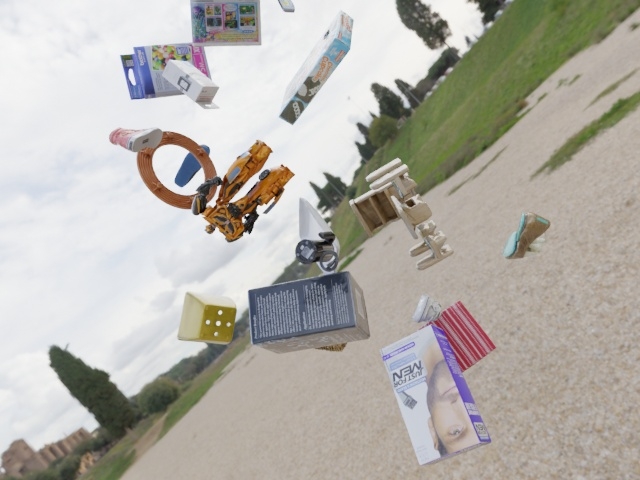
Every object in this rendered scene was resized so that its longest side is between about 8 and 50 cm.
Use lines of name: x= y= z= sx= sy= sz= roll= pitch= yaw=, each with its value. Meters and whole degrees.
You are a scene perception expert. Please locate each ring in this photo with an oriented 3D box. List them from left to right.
ring: x=-0.539 y=-0.277 z=1.865 sx=0.032 sy=0.336 sz=0.336 roll=-30 pitch=8 yaw=41

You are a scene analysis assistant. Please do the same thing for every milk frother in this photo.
milk frother: x=0.012 y=0.050 z=1.641 sx=0.129 sy=0.143 sz=0.135 roll=-35 pitch=-15 yaw=25

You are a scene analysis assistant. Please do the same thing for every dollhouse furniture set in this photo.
dollhouse furniture set: x=0.274 y=-0.098 z=1.861 sx=0.256 sy=0.362 sz=0.394 roll=-30 pitch=17 yaw=9

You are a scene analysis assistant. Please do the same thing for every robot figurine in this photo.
robot figurine: x=-0.216 y=-0.126 z=1.346 sx=0.291 sy=0.211 sz=0.085 roll=-50 pitch=36 yaw=-4

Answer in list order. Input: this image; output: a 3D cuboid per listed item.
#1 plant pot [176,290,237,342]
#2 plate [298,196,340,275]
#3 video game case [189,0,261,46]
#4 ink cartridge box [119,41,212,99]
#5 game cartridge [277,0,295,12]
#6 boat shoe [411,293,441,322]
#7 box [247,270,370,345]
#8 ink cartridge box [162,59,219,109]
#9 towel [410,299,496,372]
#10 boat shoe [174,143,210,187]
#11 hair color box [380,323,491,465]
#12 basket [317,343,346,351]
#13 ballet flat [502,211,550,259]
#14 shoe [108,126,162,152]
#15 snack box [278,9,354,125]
plant pot: x=-0.463 y=0.339 z=2.052 sx=0.187 sy=0.212 sz=0.212 roll=-3 pitch=77 yaw=59
plate: x=0.000 y=0.000 z=1.889 sx=0.045 sy=0.277 sz=0.278 roll=-26 pitch=-30 yaw=-19
video game case: x=-0.213 y=-0.513 z=1.089 sx=0.157 sy=0.143 sz=0.019 roll=-1 pitch=10 yaw=-1
ink cartridge box: x=-0.579 y=-0.643 z=1.832 sx=0.311 sy=0.186 sz=0.065 roll=-13 pitch=0 yaw=-17
game cartridge: x=-0.133 y=-0.929 z=1.908 sx=0.056 sy=0.083 sz=0.017 roll=-9 pitch=-29 yaw=-29
boat shoe: x=0.345 y=0.215 z=1.524 sx=0.083 sy=0.076 sz=0.226 roll=-69 pitch=-16 yaw=14
box: x=-0.038 y=0.284 z=1.846 sx=0.395 sy=0.212 sz=0.293 roll=-12 pitch=-22 yaw=12
ink cartridge box: x=-0.401 y=-0.499 z=1.552 sx=0.060 sy=0.180 sz=0.104 roll=-53 pitch=-6 yaw=25
towel: x=0.421 y=0.360 z=1.635 sx=0.275 sy=0.199 sz=0.031 roll=-39 pitch=-11 yaw=12
boat shoe: x=-0.611 y=-0.367 z=2.291 sx=0.258 sy=0.109 sz=0.089 roll=-38 pitch=19 yaw=23
hair color box: x=0.318 y=0.436 z=1.380 sx=0.185 sy=0.339 sz=0.110 roll=-33 pitch=-33 yaw=22
basket: x=0.038 y=0.361 z=2.373 sx=0.213 sy=0.299 sz=0.223 roll=-1 pitch=20 yaw=27
ballet flat: x=0.804 y=-0.004 z=1.872 sx=0.342 sy=0.124 sz=0.116 roll=77 pitch=-152 yaw=-63
shoe: x=-0.539 y=-0.306 z=1.420 sx=0.178 sy=0.081 sz=0.063 roll=-61 pitch=-9 yaw=-65
snack box: x=-0.016 y=-0.528 z=1.494 sx=0.322 sy=0.060 sz=0.187 roll=-43 pitch=29 yaw=41
